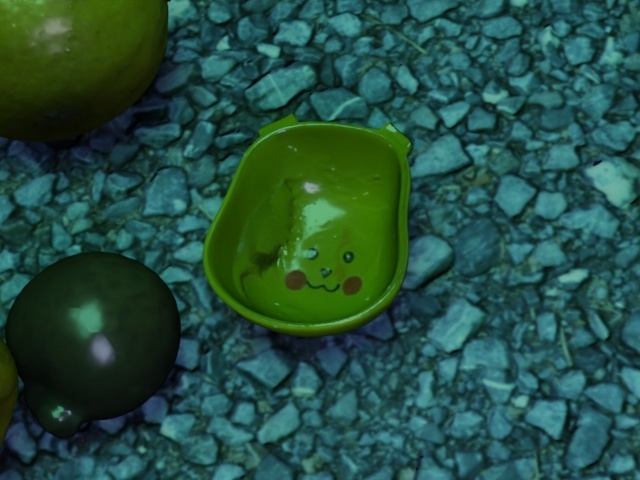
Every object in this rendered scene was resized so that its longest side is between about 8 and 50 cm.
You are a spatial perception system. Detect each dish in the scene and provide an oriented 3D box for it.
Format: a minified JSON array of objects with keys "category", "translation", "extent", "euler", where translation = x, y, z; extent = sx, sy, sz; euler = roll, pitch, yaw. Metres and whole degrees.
[{"category":"dish","translation":[0.000,0.000,1.857],"extent":[0.221,0.108,0.262],"euler":[6,62,14]}]

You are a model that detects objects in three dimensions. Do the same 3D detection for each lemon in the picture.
[{"category":"lemon","translation":[-0.320,-0.255,1.977],"extent":[0.297,0.297,0.297],"euler":[-5,58,8]}]

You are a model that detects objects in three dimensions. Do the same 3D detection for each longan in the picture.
[{"category":"longan","translation":[-0.243,0.109,1.805],"extent":[0.185,0.159,0.204],"euler":[14,71,17]}]

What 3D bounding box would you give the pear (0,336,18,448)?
[{"category":"pear","translation":[-0.447,0.159,1.745],"extent":[0.280,0.281,0.281],"euler":[-5,58,8]}]
